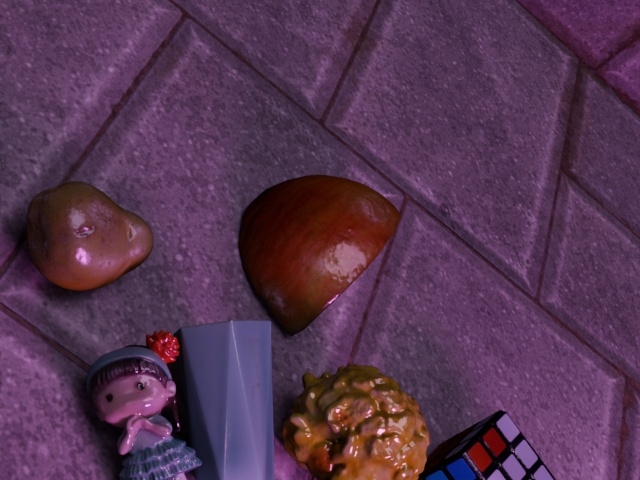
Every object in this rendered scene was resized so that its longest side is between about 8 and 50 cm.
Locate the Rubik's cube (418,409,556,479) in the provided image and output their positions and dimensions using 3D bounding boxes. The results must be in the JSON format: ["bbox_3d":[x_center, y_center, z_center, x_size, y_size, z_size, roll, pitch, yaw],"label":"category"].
[{"bbox_3d":[0.261,0.400,1.856,0.162,0.160,0.163,54,39,5],"label":"Rubik's cube"}]

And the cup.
[{"bbox_3d":[-0.128,0.237,1.609,0.148,0.134,0.235,1,79,-43],"label":"cup"}]

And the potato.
[{"bbox_3d":[-0.329,-0.006,1.629,0.194,0.157,0.157,6,57,-44],"label":"potato"}]

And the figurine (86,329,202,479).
[{"bbox_3d":[-0.229,0.254,1.541,0.138,0.110,0.245,-17,76,-13],"label":"figurine"}]

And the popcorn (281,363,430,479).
[{"bbox_3d":[0.048,0.296,1.711,0.235,0.181,0.216,27,77,16],"label":"popcorn"}]

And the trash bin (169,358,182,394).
[{"bbox_3d":[-0.186,0.188,1.697,0.061,0.043,0.092,45,43,-7],"label":"trash bin"}]

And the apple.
[{"bbox_3d":[0.000,0.000,1.951,0.346,0.254,0.179,-53,142,-49],"label":"apple"}]
